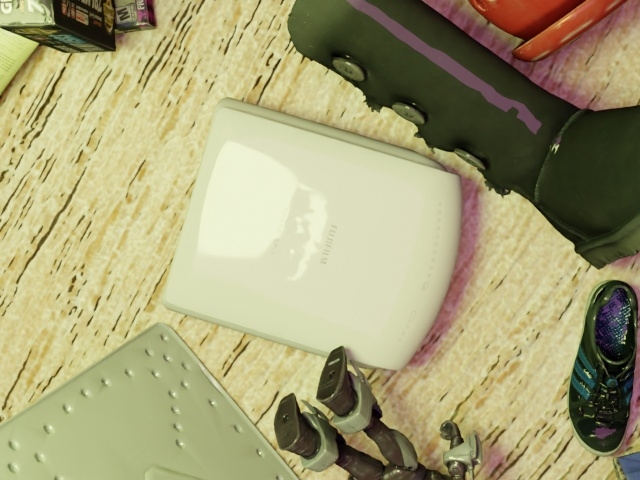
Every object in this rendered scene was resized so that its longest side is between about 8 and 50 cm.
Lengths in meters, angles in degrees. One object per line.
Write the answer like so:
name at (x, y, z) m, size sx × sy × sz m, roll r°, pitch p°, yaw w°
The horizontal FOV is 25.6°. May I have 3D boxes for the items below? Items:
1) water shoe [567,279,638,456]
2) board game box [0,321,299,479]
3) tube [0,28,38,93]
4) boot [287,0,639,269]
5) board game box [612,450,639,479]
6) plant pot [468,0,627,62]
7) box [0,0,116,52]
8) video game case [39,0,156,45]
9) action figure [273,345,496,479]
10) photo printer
water shoe at (0.317, 0.145, 1.578) m, size 0.073 × 0.080 × 0.203 m, roll 3°, pitch 93°, yaw 6°
board game box at (-0.151, 0.306, 1.493) m, size 0.050 × 0.390 × 0.390 m, roll -41°, pitch 87°, yaw 28°
tube at (-0.403, -0.183, 1.632) m, size 0.062 × 0.070 × 0.240 m, roll 46°, pitch 109°, yaw 32°
boot at (0.177, -0.166, 1.451) m, size 0.445 × 0.367 × 0.146 m, roll 39°, pitch 72°, yaw 3°
board game box at (0.469, 0.360, 1.511) m, size 0.232 × 0.141 × 0.291 m, roll -16°, pitch 103°, yaw 6°
plant pot at (0.243, -0.302, 1.515) m, size 0.191 × 0.191 × 0.174 m, roll -37°, pitch 92°, yaw 6°
box at (-0.276, -0.353, 1.469) m, size 0.073 × 0.295 × 0.293 m, roll 1°, pitch 93°, yaw 4°
video game case at (-0.311, -0.348, 1.643) m, size 0.210 × 0.042 × 0.232 m, roll -7°, pitch 92°, yaw 8°
action figure at (0.082, 0.251, 1.572) m, size 0.185 × 0.099 × 0.285 m, roll -37°, pitch 118°, yaw 19°
photo printer at (0.000, 0.000, 1.592) m, size 0.308 × 0.107 × 0.256 m, roll 17°, pitch 94°, yaw 5°
